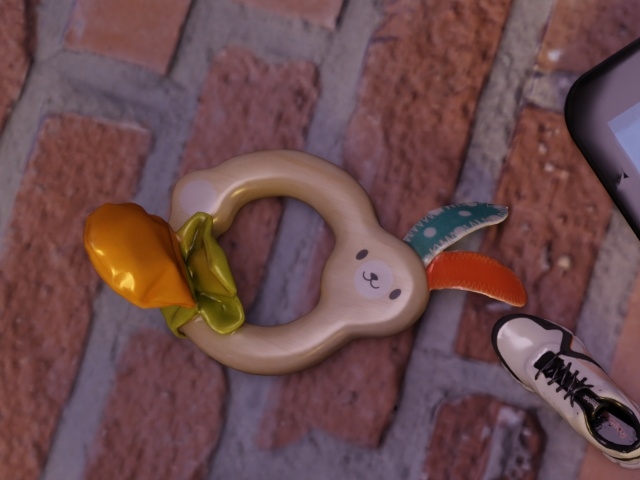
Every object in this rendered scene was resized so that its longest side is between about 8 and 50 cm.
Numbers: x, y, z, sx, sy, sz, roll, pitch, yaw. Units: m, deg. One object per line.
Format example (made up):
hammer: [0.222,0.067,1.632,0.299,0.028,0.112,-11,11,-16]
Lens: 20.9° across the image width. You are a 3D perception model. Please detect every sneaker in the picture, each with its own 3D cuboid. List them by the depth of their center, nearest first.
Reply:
sneaker: [0.135,0.075,0.911,0.109,0.044,0.040,40,91,15]

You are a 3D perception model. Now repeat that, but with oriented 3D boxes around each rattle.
rattle: [0.000,0.000,0.900,0.200,0.143,0.130,7,63,17]

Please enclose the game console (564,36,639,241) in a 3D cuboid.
game console: [0.296,-0.036,0.843,0.173,0.250,0.293,-27,77,-23]
